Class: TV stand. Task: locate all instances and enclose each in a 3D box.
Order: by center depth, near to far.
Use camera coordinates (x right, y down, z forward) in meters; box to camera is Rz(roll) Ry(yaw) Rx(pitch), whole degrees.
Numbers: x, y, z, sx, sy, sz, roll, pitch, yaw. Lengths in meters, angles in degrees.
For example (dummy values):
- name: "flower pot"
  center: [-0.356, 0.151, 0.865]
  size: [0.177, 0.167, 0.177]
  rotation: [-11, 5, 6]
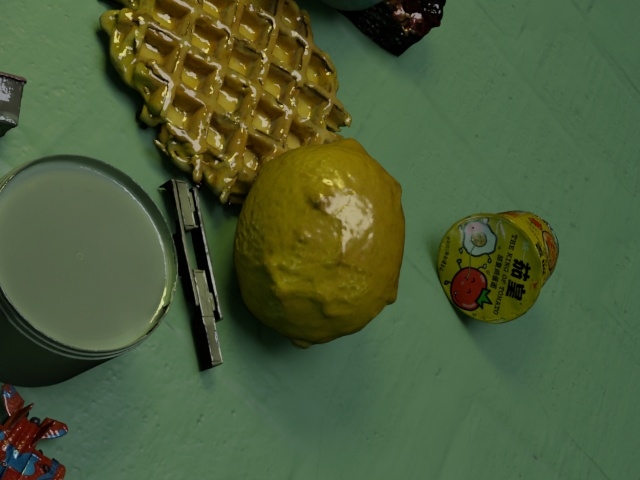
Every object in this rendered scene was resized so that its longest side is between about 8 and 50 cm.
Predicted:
- name: "TV stand"
  center: [-0.162, 0.043, 1.238]
  size: [0.042, 0.036, 0.249]
  rotation: [-1, 72, -45]

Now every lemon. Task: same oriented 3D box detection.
- name: "lemon"
  center: [0.000, 0.000, 1.265]
  size: [0.234, 0.233, 0.288]
  rotation: [20, 84, -36]

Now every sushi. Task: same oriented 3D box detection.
- name: "sushi"
  center: [0.138, -0.419, 1.641]
  size: [0.172, 0.150, 0.153]
  rotation: [50, 46, -14]

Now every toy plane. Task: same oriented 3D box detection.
- name: "toy plane"
  center: [-0.335, 0.242, 0.975]
  size: [0.130, 0.061, 0.189]
  rotation: [44, 52, -20]

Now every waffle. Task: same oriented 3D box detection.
- name: "waffle"
  center: [-0.119, -0.240, 1.375]
  size: [0.382, 0.095, 0.379]
  rotation: [-32, 96, -43]

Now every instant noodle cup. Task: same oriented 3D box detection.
- name: "instant noodle cup"
  center: [0.304, 0.030, 1.588]
  size: [0.144, 0.182, 0.182]
  rotation: [-23, 88, -55]

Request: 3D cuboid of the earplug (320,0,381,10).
- name: "earplug"
  center: [0.007, -0.456, 1.424]
  size: [0.185, 0.185, 0.324]
  rotation: [66, 18, 2]

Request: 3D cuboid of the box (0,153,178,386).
- name: "box"
  center: [-0.287, 0.033, 1.048]
  size: [0.226, 0.149, 0.226]
  rotation: [20, 58, -36]

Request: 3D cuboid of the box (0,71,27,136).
- name: "box"
  center: [-0.391, -0.161, 1.107]
  size: [0.085, 0.060, 0.063]
  rotation: [13, 71, -39]
